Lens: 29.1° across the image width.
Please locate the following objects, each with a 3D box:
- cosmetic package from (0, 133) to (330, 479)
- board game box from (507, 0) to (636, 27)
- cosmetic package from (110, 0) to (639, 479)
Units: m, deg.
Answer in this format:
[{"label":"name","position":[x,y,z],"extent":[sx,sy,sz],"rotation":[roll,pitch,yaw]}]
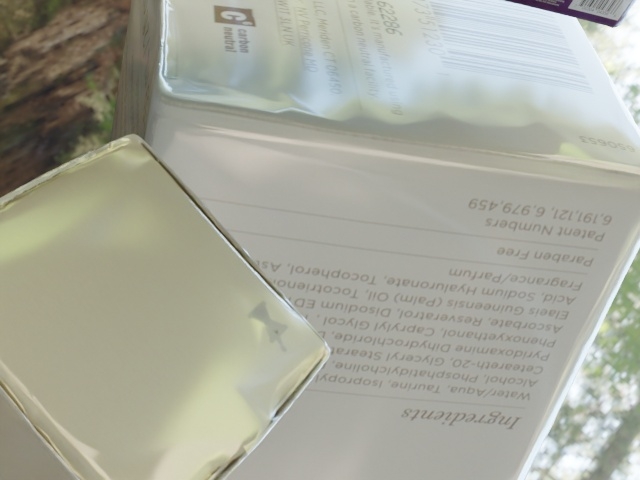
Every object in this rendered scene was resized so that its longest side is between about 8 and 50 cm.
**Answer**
[{"label":"cosmetic package","position":[-0.155,0.107,0.526],"extent":[0.129,0.153,0.296],"rotation":[49,-58,1]},{"label":"board game box","position":[0.061,-0.235,0.654],"extent":[0.346,0.056,0.208],"rotation":[10,-36,-19]},{"label":"cosmetic package","position":[0.000,0.000,0.940],"extent":[0.327,0.329,0.394],"rotation":[7,-54,-13]}]
